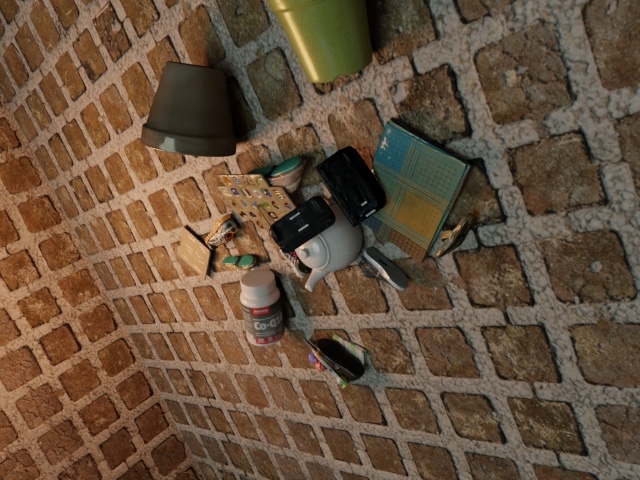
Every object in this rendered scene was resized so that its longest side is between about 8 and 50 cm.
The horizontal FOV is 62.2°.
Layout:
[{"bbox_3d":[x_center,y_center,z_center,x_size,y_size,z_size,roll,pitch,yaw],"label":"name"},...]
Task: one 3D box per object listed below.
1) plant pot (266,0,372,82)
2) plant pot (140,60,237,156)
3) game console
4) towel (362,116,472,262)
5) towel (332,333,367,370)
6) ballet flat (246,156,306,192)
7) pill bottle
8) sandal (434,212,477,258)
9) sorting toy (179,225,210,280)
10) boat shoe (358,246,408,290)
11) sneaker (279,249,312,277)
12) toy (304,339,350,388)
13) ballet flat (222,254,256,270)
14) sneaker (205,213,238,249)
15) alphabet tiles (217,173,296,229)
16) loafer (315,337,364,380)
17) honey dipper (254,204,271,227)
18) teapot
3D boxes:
[{"bbox_3d":[0.014,-0.552,1.348,0.276,0.276,0.253,9,132,40],"label":"plant pot"},{"bbox_3d":[-0.434,-0.452,1.807,0.323,0.323,0.280,22,111,33],"label":"plant pot"},{"bbox_3d":[0.002,-0.102,1.577,0.361,0.044,0.213,-33,90,12],"label":"game console"},{"bbox_3d":[0.251,-0.137,1.524,0.271,0.040,0.370,37,137,22],"label":"towel"},{"bbox_3d":[0.108,0.429,2.017,0.152,0.023,0.113,22,127,33],"label":"towel"},{"bbox_3d":[-0.135,-0.211,1.811,0.316,0.107,0.106,-3,132,50],"label":"ballet flat"},{"bbox_3d":[-0.237,0.270,2.139,0.161,0.161,0.283,18,126,36],"label":"pill bottle"},{"bbox_3d":[0.367,-0.017,1.467,0.049,0.072,0.180,53,139,28],"label":"sandal"},{"bbox_3d":[-0.569,0.056,2.420,0.208,0.038,0.193,43,137,22],"label":"sorting toy"},{"bbox_3d":[0.201,0.107,1.705,0.183,0.065,0.083,46,139,22],"label":"boat shoe"},{"bbox_3d":[-0.086,0.058,1.943,0.075,0.063,0.170,-21,104,48],"label":"sneaker"},{"bbox_3d":[0.012,0.489,2.072,0.237,0.056,0.137,41,174,12],"label":"toy"},{"bbox_3d":[-0.322,0.099,2.199,0.206,0.073,0.067,2,143,46],"label":"ballet flat"},{"bbox_3d":[-0.404,-0.018,2.182,0.083,0.084,0.215,46,137,5],"label":"sneaker"},{"bbox_3d":[-0.217,-0.132,1.902,0.343,0.011,0.285,6,142,41],"label":"alphabet tiles"},{"bbox_3d":[0.063,0.459,2.006,0.220,0.080,0.078,37,136,23],"label":"loafer"},{"bbox_3d":[-0.194,-0.069,1.941,0.031,0.030,0.160,8,140,41],"label":"honey dipper"},{"bbox_3d":[0.000,0.000,1.731,0.256,0.187,0.253,57,138,2],"label":"teapot"}]
